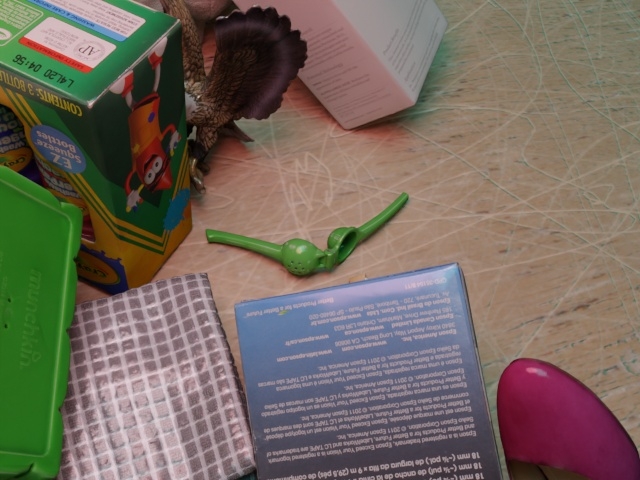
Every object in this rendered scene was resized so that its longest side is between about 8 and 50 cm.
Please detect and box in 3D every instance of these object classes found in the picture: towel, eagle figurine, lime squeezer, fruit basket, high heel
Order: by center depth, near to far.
[{"bbox_3d":[0.232,0.293,0.658,0.127,0.377,0.181,-4,35,44],"label":"high heel"},{"bbox_3d":[-0.456,0.098,0.686,0.392,0.283,0.392,-10,65,22],"label":"fruit basket"},{"bbox_3d":[-0.202,0.189,0.794,0.235,0.121,0.283,-15,60,-15],"label":"towel"},{"bbox_3d":[-0.160,-0.220,0.935,0.226,0.298,0.225,9,30,-25],"label":"eagle figurine"},{"bbox_3d":[0.000,0.000,0.990,0.311,0.058,0.110,-12,29,-12],"label":"lime squeezer"}]

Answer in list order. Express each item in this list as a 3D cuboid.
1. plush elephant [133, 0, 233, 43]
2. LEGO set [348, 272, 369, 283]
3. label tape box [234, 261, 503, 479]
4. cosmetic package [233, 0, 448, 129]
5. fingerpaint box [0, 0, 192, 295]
[{"bbox_3d":[-0.208,-0.449,1.136,0.272,0.330,0.255,-5,76,-18],"label":"plush elephant"},{"bbox_3d":[0.058,0.176,0.868,0.132,0.107,0.287,8,43,-44],"label":"LEGO set"},{"bbox_3d":[0.059,0.210,0.718,0.241,0.106,0.333,-11,80,11],"label":"label tape box"},{"bbox_3d":[0.011,-0.384,1.042,0.385,0.156,0.217,45,52,-27],"label":"cosmetic package"},{"bbox_3d":[-0.392,-0.160,0.847,0.445,0.371,0.163,26,56,9],"label":"fingerpaint box"}]
